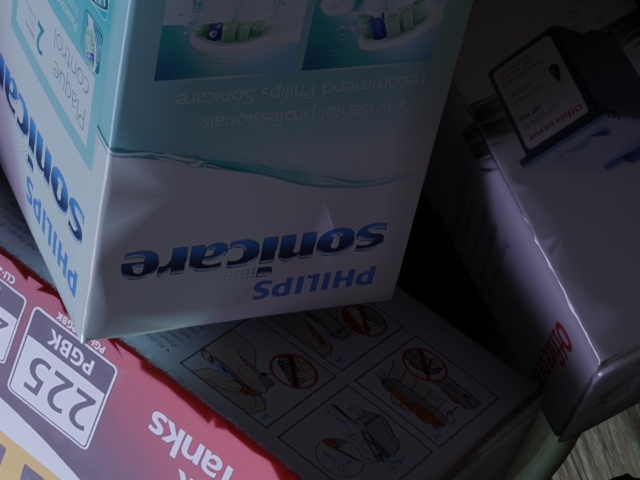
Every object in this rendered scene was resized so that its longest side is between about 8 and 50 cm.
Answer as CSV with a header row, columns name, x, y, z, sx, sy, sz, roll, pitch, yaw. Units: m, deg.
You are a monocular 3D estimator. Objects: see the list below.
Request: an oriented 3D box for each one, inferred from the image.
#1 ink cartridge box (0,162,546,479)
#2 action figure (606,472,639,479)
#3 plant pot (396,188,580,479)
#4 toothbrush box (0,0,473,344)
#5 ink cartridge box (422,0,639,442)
name,x,y,z,sx,sy,sz,roll,pitch,yaw
ink cartridge box,-0.106,0.095,0.780,0.309,0.130,0.272,35,127,18
action figure,0.142,0.220,0.908,0.276,0.164,0.141,48,150,47
plant pot,0.000,0.000,0.956,0.229,0.263,0.263,-91,-20,-64
toothbrush box,-0.040,-0.148,0.631,0.216,0.126,0.295,-121,33,-42
ink cartridge box,0.086,-0.034,0.717,0.191,0.082,0.139,62,173,15
